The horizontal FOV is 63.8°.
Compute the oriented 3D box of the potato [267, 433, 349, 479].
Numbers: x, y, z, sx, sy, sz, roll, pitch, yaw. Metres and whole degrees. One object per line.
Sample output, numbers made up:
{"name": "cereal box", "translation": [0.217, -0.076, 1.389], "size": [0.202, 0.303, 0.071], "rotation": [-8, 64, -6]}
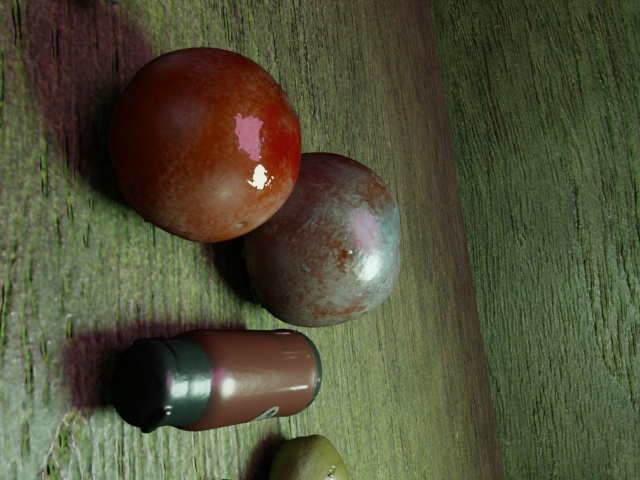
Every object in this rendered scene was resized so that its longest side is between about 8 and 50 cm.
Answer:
{"name": "potato", "translation": [-0.036, 0.425, 0.865], "size": [0.194, 0.157, 0.157], "rotation": [-30, 108, -47]}

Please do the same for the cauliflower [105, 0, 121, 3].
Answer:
{"name": "cauliflower", "translation": [-0.239, -0.446, 0.633], "size": [0.256, 0.239, 0.315], "rotation": [62, -11, -26]}

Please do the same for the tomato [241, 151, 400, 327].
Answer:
{"name": "tomato", "translation": [0.000, 0.000, 0.916], "size": [0.317, 0.283, 0.316], "rotation": [0, 90, -77]}

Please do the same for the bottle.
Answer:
{"name": "bottle", "translation": [-0.134, 0.195, 0.734], "size": [0.336, 0.144, 0.143], "rotation": [19, 65, -59]}

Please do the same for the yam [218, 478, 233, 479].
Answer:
{"name": "yam", "translation": [-0.141, 0.486, 0.718], "size": [0.061, 0.061, 0.274], "rotation": [27, 57, -57]}

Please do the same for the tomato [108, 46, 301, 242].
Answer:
{"name": "tomato", "translation": [-0.146, -0.131, 0.716], "size": [0.265, 0.265, 0.264], "rotation": [30, 56, -56]}
